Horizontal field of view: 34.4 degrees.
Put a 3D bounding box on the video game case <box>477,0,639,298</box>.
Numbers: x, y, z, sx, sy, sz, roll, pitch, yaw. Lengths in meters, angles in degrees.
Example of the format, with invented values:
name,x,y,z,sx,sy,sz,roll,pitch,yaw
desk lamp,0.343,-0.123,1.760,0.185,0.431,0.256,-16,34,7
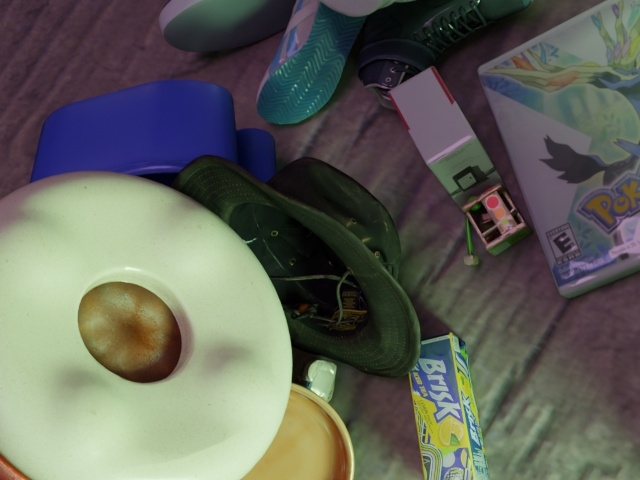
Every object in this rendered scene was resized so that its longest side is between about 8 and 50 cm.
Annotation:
name,x,y,z,sx,sy,sz,roll,pitch,yaw
video game case,0.361,-0.134,1.114,0.329,0.036,0.299,-26,65,24

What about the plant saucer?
name,x,y,z,sx,sy,sz,roll,pitch,yaw
plant saucer,-0.062,0.251,1.174,0.200,0.037,0.199,0,95,-1

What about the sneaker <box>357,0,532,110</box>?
name,x,y,z,sx,sy,sz,roll,pitch,yaw
sneaker,0.147,-0.235,1.250,0.226,0.086,0.163,-5,63,33

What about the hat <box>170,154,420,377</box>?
name,x,y,z,sx,sy,sz,roll,pitch,yaw
hat,0.000,0.000,1.150,0.331,0.331,0.134,21,59,31

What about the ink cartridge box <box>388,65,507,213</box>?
name,x,y,z,sx,sy,sz,roll,pitch,yaw
ink cartridge box,0.146,-0.111,1.177,0.063,0.150,0.109,-31,61,10

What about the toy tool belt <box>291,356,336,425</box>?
name,x,y,z,sx,sy,sz,roll,pitch,yaw
toy tool belt,-0.014,0.178,1.224,0.051,0.052,0.083,-3,63,63

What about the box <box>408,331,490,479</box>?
name,x,y,z,sx,sy,sz,roll,pitch,yaw
box,0.138,0.190,1.131,0.059,0.054,0.168,-16,65,22

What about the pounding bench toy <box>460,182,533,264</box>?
name,x,y,z,sx,sy,sz,roll,pitch,yaw
pounding bench toy,0.186,-0.018,1.173,0.083,0.052,0.065,-34,72,14

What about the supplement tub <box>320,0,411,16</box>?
name,x,y,z,sx,sy,sz,roll,pitch,yaw
supplement tub,0.122,-0.420,1.182,0.325,0.235,0.235,-37,55,-23

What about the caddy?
name,x,y,z,sx,sy,sz,roll,pitch,yaw
caddy,-0.208,-0.056,1.290,0.341,0.241,0.179,-10,62,24

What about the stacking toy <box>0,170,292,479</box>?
name,x,y,z,sx,sy,sz,roll,pitch,yaw
stacking toy,-0.285,0.178,1.124,0.480,0.351,0.350,-41,54,45

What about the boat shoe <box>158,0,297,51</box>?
name,x,y,z,sx,sy,sz,roll,pitch,yaw
boat shoe,-0.061,-0.392,1.392,0.367,0.136,0.156,-25,63,15

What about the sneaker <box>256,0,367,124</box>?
name,x,y,z,sx,sy,sz,roll,pitch,yaw
sneaker,-0.011,-0.252,1.338,0.228,0.087,0.092,-56,26,22
